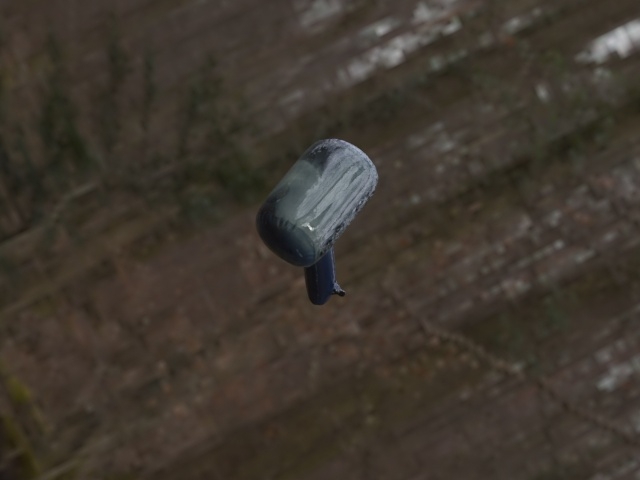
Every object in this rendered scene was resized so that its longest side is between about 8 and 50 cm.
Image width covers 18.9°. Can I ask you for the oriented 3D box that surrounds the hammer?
[{"bbox_3d":[0.000,0.000,1.670,0.069,0.116,0.194,29,-26,20],"label":"hammer"}]
